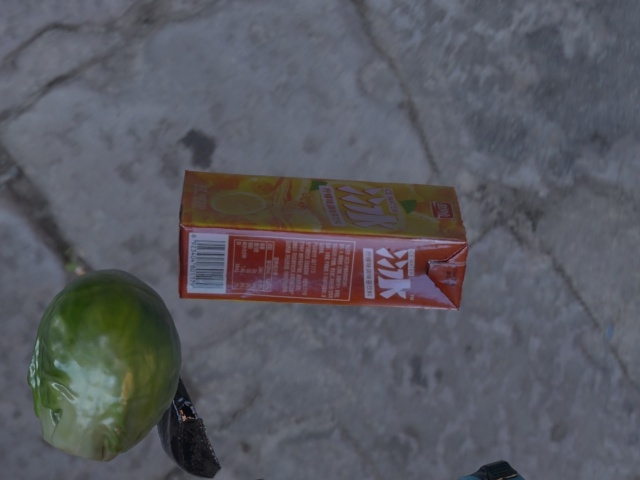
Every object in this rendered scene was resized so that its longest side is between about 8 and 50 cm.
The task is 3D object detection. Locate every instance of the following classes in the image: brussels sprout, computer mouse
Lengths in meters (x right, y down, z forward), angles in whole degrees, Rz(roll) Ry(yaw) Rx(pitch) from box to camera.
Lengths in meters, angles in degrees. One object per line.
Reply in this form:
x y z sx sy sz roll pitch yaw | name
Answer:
-0.206 0.119 1.429 0.144 0.161 0.180 14 97 -7 | brussels sprout
-0.166 0.219 1.746 0.057 0.099 0.172 -23 127 -6 | computer mouse

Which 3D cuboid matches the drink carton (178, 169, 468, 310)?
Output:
0.000 0.000 1.175 0.223 0.096 0.071 3 119 -3 | drink carton

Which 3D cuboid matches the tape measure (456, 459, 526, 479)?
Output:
0.183 0.302 1.542 0.146 0.081 0.125 -52 54 54 | tape measure

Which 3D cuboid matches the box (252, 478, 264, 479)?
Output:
-0.116 0.339 1.300 0.148 0.177 0.195 -54 52 46 | box
